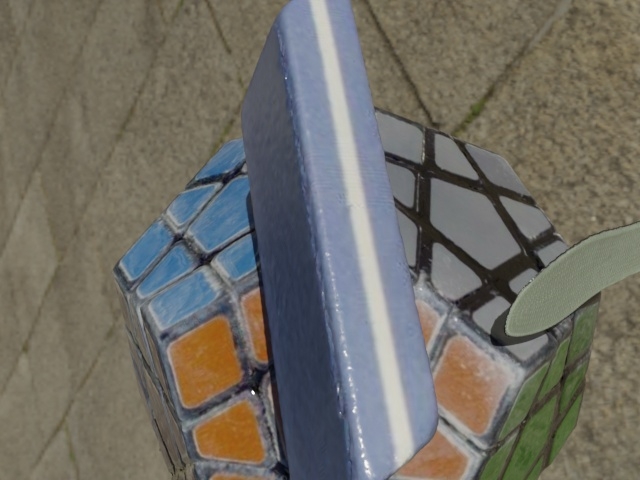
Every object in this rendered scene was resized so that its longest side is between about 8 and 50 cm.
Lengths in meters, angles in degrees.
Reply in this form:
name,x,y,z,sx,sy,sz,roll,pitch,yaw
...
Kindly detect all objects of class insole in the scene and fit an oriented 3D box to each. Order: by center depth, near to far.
name,x,y,z,sx,sy,sz,roll,pitch,yaw
insole,0.146,0.014,0.468,0.002,0.153,0.053,37,130,38

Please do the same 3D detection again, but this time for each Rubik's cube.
name,x,y,z,sx,sy,sz,roll,pitch,yaw
Rubik's cube,0.021,0.070,0.593,0.319,0.264,0.319,-27,31,18

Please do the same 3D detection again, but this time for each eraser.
name,x,y,z,sx,sy,sz,roll,pitch,yaw
eraser,0.000,0.000,0.374,0.082,0.036,0.224,124,141,-56
